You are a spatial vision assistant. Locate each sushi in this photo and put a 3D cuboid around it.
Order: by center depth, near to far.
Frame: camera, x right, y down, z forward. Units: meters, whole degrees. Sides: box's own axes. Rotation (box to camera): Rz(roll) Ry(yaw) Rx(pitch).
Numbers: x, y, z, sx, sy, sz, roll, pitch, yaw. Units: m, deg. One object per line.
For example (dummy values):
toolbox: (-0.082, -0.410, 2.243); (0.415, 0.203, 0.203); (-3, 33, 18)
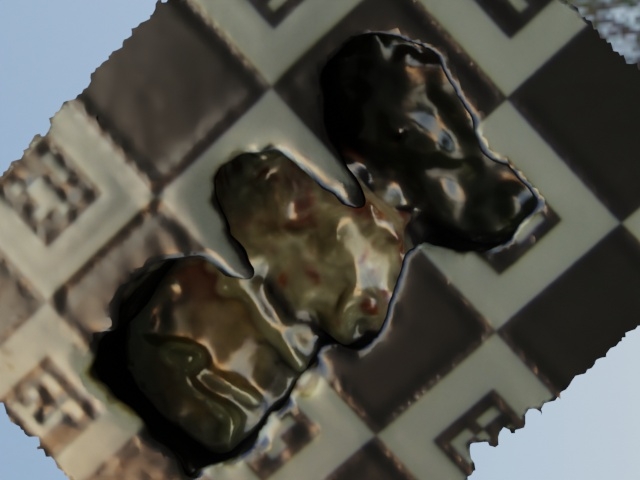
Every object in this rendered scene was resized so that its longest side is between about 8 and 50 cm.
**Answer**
sushi: (0.000, 0.000, 0.785); (0.296, 0.373, 0.100); (45, -169, 0)
